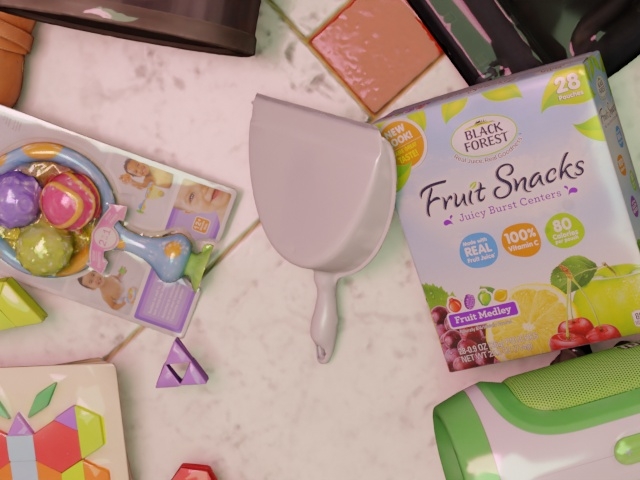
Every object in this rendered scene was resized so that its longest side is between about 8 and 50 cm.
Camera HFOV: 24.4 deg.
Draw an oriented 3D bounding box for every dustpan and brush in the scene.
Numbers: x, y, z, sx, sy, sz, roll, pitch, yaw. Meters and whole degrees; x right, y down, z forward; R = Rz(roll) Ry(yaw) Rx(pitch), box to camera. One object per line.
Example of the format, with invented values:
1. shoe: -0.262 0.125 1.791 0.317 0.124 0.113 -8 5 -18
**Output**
1. dustpan and brush: 0.000 0.000 1.167 0.147 0.060 0.211 20 107 41

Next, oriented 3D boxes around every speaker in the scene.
1. speaker: 0.237 0.130 1.055 0.296 0.131 0.131 -15 92 -5

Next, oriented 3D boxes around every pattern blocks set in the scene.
1. pattern blocks set: -0.237 0.171 1.201 0.325 0.026 0.285 -19 99 11

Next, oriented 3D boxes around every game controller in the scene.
1. game controller: 0.126 -0.251 1.161 0.166 0.067 0.319 -36 91 -9

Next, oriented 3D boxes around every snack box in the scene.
1. snack box: 0.153 -0.019 1.123 0.174 0.070 0.207 -15 98 24

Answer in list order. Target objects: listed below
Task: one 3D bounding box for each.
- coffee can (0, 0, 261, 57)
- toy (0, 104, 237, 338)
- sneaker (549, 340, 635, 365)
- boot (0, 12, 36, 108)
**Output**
1. coffee can: -0.124 -0.290 1.098 0.201 0.201 0.275 11 94 4
2. toy: -0.199 -0.013 1.172 0.237 0.056 0.137 19 105 -9
3. sneaker: 0.195 0.162 1.161 0.227 0.087 0.130 -44 88 2
4. boot: -0.331 -0.162 1.189 0.197 0.073 0.152 23 96 -9
